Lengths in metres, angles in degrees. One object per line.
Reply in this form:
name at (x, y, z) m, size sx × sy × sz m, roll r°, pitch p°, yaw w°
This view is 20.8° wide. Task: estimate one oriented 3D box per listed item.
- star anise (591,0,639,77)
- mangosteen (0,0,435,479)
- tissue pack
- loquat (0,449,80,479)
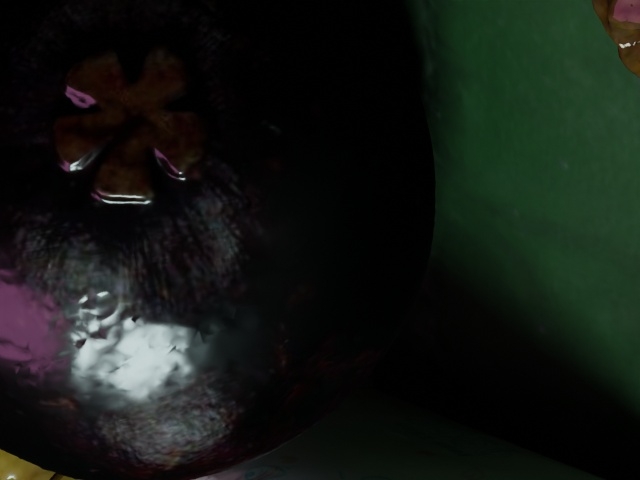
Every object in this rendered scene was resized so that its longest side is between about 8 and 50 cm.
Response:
star anise at (0.122, -0.144, 0.601) m, size 0.212 × 0.111 × 0.196 m, roll 32°, pitch 150°, yaw 24°
mangosteen at (-0.076, -0.005, 0.862) m, size 0.275 × 0.275 × 0.302 m, roll 45°, pitch 168°, yaw 17°
tissue pack at (0.030, 0.165, 0.906) m, size 0.271 × 0.201 × 0.124 m, roll 15°, pitch 105°, yaw 56°
loquat at (-0.155, 0.131, 1.110) m, size 0.275 × 0.275 × 0.275 m, roll 36°, pitch 145°, yaw 30°
